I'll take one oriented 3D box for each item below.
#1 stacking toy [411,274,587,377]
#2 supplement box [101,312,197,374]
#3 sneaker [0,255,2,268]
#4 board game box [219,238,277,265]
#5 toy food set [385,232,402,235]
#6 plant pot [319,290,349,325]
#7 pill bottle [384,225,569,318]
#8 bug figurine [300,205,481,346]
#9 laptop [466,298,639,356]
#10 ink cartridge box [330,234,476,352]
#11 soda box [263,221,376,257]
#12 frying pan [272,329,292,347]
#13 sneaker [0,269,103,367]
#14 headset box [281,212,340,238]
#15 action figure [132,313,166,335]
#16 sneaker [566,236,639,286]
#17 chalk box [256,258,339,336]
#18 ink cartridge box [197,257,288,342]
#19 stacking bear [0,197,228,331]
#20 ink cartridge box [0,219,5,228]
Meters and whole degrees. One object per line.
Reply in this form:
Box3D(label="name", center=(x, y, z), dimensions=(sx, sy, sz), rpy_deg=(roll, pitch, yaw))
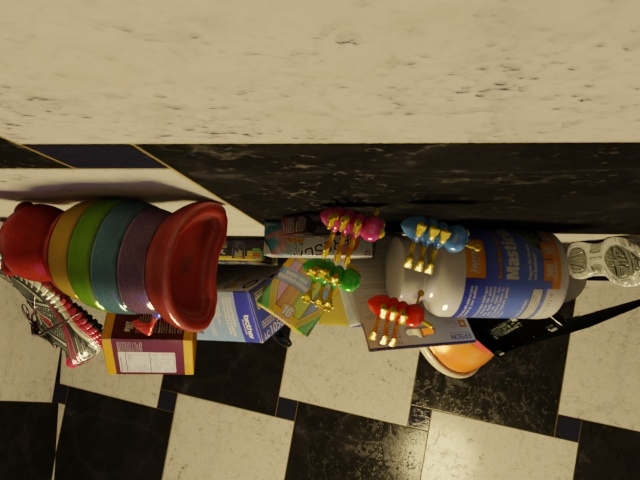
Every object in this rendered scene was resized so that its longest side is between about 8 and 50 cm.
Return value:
Box3D(label="stacking toy", center=(0.515, 0.172, 1.811), dimensions=(0.351, 0.350, 0.480), rpy_deg=(7, 157, -44))
Box3D(label="supplement box", center=(-0.385, 0.194, 1.505), dimensions=(0.194, 0.191, 0.129), rpy_deg=(2, 133, -7))
Box3D(label="sneaker", center=(-0.757, 0.005, 1.269), dimensions=(0.275, 0.107, 0.110), rpy_deg=(-2, 156, -18))
Box3D(label="board game box", center=(-0.193, 0.026, 1.459), dimensions=(0.170, 0.048, 0.141), rpy_deg=(1, 172, 9))
Box3D(label="toy food set", center=(0.060, 0.010, 1.269), dimensions=(0.132, 0.038, 0.192), rpy_deg=(5, 174, -31))
Box3D(label="plant pot", center=(0.092, 0.119, 1.622), dimensions=(0.212, 0.187, 0.212), rpy_deg=(-1, 174, 31))
Box3D(label="pill bottle", center=(0.252, 0.053, 1.084), dimensions=(0.272, 0.152, 0.152), rpy_deg=(2, 174, -11))
Box3D(label="bug figurine", center=(0.087, 0.035, 0.925), dimensions=(0.216, 0.072, 0.279), rpy_deg=(18, 140, 1))
Box3D(label="laptop", center=(0.491, 0.117, 1.505), dimensions=(0.408, 0.236, 0.382), rpy_deg=(39, 161, 8))
Box3D(label="ink cartridge box", center=(0.140, 0.093, 1.144), dimensions=(0.223, 0.224, 0.045), rpy_deg=(1, 147, -26))
Box3D(label="soda box", center=(0.000, 0.000, 1.086), dimensions=(0.183, 0.058, 0.063), rpy_deg=(0, 174, 7))
Box3D(label="frying pan", center=(-0.179, 0.226, 1.806), dimensions=(0.197, 0.053, 0.326), rpy_deg=(-15, -163, 2))
Box3D(label="sneaker", center=(-0.617, 0.160, 1.466), dimensions=(0.299, 0.112, 0.121), rpy_deg=(47, 170, -10))
Box3D(label="headset box", center=(-0.018, -0.021, 1.004), dimensions=(0.062, 0.032, 0.083), rpy_deg=(5, 172, -34))
Box3D(label="action figure", center=(-0.335, 0.059, 1.329), dimensions=(0.280, 0.139, 0.091), rpy_deg=(-52, 177, 36))
Box3D(label="sneaker", center=(0.572, 0.033, 1.224), dimensions=(0.115, 0.090, 0.232), rpy_deg=(-4, -175, -14))
Box3D(label="chalk box", center=(-0.026, 0.084, 1.409), dimensions=(0.132, 0.213, 0.132), rpy_deg=(35, 171, 0))
Box3D(label="ink cartridge box", center=(-0.202, 0.145, 1.723), dimensions=(0.396, 0.151, 0.270), rpy_deg=(-4, -162, 33))
Box3D(label="stacking bear", center=(-0.296, 0.016, 0.879), dimensions=(0.289, 0.175, 0.164), rpy_deg=(7, 178, 16))
Box3D(label="ink cartridge box", center=(-0.469, 0.028, 1.200), dimensions=(0.225, 0.056, 0.181), rpy_deg=(21, 175, 4))
